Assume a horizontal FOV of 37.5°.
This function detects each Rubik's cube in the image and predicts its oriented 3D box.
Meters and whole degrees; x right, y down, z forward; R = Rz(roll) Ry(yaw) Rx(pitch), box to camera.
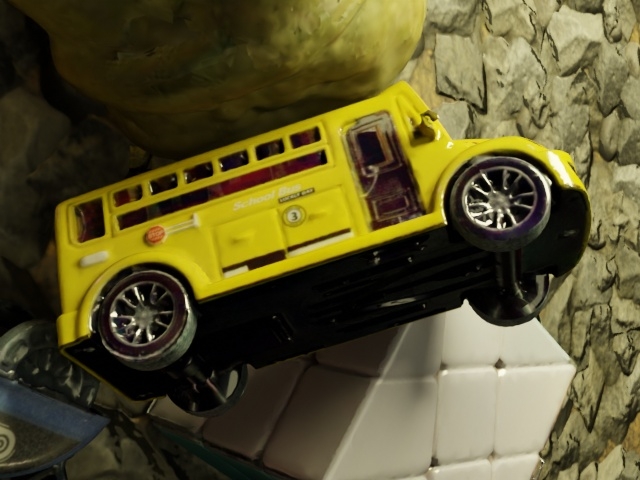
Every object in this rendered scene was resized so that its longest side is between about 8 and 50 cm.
[{"bbox_3d":[0.041,0.130,0.794,0.231,0.225,0.221,44,65,-35],"label":"Rubik's cube"}]

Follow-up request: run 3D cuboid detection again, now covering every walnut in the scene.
[{"bbox_3d":[-0.068,-0.194,0.645,0.282,0.277,0.253,28,47,-65],"label":"walnut"}]

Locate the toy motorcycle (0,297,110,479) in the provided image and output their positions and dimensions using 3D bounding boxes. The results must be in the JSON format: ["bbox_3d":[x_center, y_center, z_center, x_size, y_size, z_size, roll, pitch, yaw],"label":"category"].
[{"bbox_3d":[-0.285,0.107,0.571,0.358,0.125,0.212,35,74,-40],"label":"toy motorcycle"}]

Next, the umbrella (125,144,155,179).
[{"bbox_3d":[-0.144,-0.004,0.746,0.037,0.040,0.143,-2,97,-49],"label":"umbrella"}]

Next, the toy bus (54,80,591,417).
[{"bbox_3d":[0.000,0.000,0.622,0.145,0.331,0.151,65,8,-61],"label":"toy bus"}]
